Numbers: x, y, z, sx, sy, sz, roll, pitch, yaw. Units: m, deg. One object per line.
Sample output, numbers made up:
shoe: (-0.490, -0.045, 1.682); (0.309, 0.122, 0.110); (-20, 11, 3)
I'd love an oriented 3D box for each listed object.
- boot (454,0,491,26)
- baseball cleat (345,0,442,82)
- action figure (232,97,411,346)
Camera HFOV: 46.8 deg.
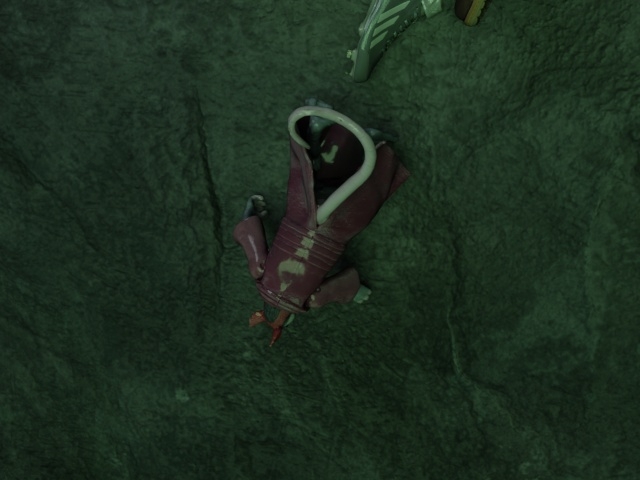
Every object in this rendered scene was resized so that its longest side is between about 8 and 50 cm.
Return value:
boot: (0.151, -0.424, 0.989); (0.207, 0.090, 0.248); (14, 96, 11)
baseball cleat: (0.111, -0.313, 1.052); (0.109, 0.072, 0.206); (19, 112, 3)
action figure: (0.000, 0.000, 1.091); (0.248, 0.276, 0.370); (23, 98, -5)
